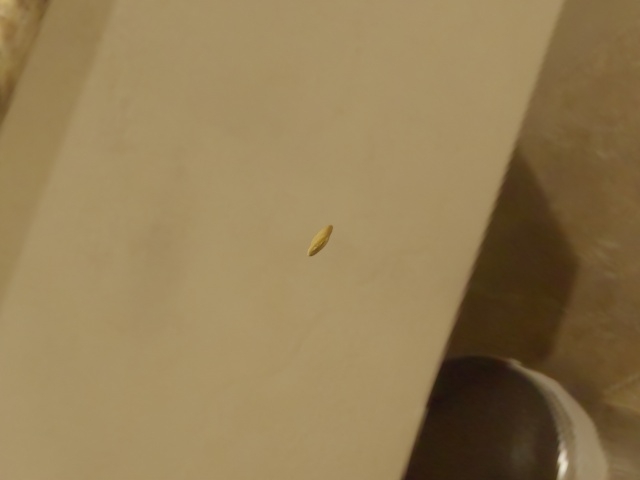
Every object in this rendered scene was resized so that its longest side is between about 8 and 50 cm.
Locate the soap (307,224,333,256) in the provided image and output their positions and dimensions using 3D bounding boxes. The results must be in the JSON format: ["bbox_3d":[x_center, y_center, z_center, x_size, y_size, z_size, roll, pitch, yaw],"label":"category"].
[{"bbox_3d":[0.000,0.000,1.425,0.034,0.089,0.012,-43,95,13],"label":"soap"}]
